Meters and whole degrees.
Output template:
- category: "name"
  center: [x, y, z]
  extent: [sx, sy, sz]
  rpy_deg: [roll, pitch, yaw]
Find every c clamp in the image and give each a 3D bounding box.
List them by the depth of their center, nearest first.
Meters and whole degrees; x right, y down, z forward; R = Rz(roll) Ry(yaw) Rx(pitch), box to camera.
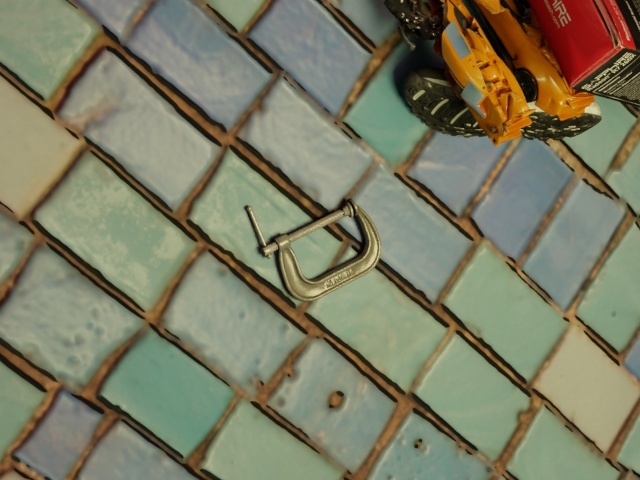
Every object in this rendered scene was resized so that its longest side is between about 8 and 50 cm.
- category: "c clamp"
  center: [0.000, 0.000, 1.880]
  extent: [0.160, 0.022, 0.137]
  rpy_deg: [-21, 104, -25]

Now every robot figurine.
- category: "robot figurine"
  center: [0.202, -0.263, 1.872]
  extent: [0.211, 0.085, 0.291]
  rpy_deg: [-21, 74, -30]

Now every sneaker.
- category: "sneaker"
  center: [0.222, -0.191, 1.957]
  extent: [0.271, 0.100, 0.108]
  rpy_deg: [3, 69, -26]

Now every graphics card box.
- category: "graphics card box"
  center: [0.395, -0.273, 1.918]
  extent: [0.371, 0.094, 0.233]
  rpy_deg: [6, 54, -45]
